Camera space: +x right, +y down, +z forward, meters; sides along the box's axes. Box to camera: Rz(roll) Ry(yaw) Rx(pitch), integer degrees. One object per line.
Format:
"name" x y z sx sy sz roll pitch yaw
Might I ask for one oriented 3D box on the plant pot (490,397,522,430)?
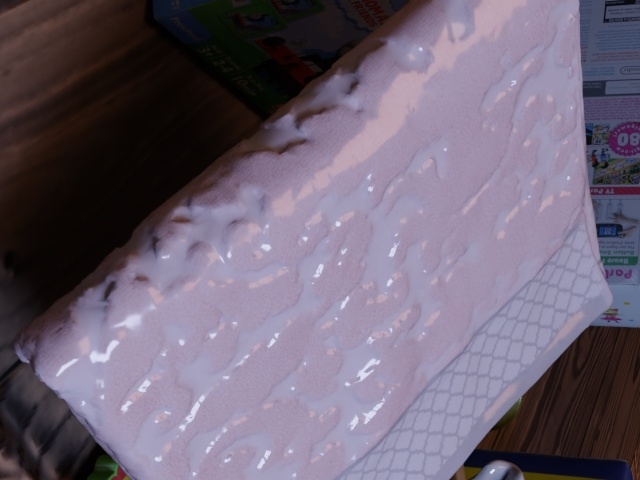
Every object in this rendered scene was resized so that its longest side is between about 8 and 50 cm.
"plant pot" 0.130 0.141 1.042 0.079 0.083 0.083 -5 94 -51

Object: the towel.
"towel" 0.037 0.040 0.625 0.332 0.053 0.317 -43 139 -17

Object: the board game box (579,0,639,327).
"board game box" 0.212 -0.079 1.038 0.097 0.224 0.303 52 45 -55

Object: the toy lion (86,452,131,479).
"toy lion" -0.110 0.164 0.599 0.096 0.034 0.100 -20 108 -70

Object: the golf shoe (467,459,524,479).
"golf shoe" 0.043 0.238 0.758 0.273 0.105 0.120 -27 140 -46

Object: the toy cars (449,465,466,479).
"toy cars" 0.026 0.138 0.807 0.394 0.087 0.176 38 55 -58

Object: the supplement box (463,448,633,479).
"supplement box" 0.135 0.360 0.903 0.356 0.195 0.194 -57 138 -48

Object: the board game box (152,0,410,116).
"board game box" 0.032 -0.139 0.679 0.160 0.211 0.039 35 47 -59
